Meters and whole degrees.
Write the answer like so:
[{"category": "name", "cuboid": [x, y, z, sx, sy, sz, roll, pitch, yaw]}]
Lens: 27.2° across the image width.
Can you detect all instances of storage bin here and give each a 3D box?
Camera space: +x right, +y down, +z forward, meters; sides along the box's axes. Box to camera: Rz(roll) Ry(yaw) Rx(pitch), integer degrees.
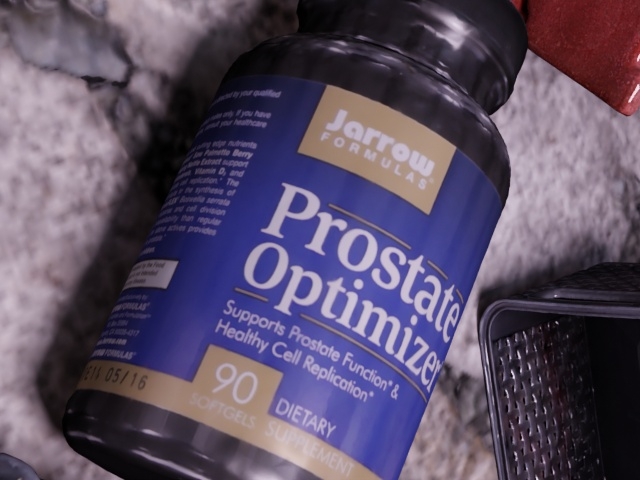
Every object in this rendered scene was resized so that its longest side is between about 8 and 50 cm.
[{"category": "storage bin", "cuboid": [0.158, 0.107, 0.642, 0.084, 0.122, 0.180, -17, 101, -39]}]

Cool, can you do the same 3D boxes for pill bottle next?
[{"category": "pill bottle", "cuboid": [0.000, 0.000, 0.507, 0.123, 0.123, 0.219, 36, 69, -35]}]

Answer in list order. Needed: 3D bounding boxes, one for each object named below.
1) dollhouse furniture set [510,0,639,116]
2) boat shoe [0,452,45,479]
[{"category": "dollhouse furniture set", "cuboid": [0.226, -0.221, 0.586, 0.201, 0.152, 0.374, 14, 108, -39]}, {"category": "boat shoe", "cuboid": [-0.127, 0.145, 0.390, 0.500, 0.156, 0.186, 27, 78, -25]}]
